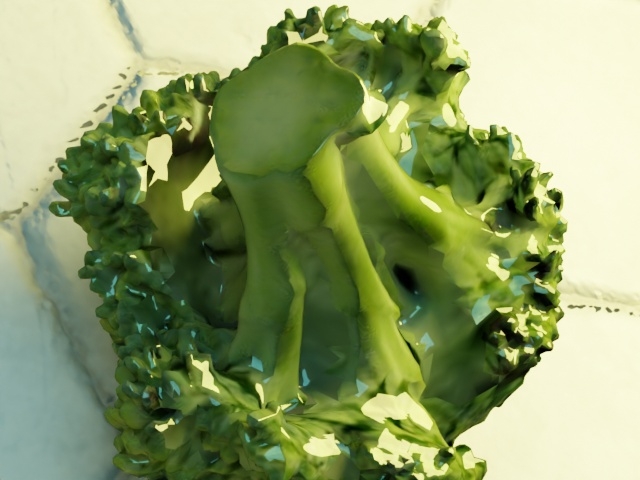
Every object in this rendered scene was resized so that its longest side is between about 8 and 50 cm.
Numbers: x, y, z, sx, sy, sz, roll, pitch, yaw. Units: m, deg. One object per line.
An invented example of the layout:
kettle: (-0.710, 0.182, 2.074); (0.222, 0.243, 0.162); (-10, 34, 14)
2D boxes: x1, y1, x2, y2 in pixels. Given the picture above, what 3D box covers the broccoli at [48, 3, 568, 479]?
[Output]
broccoli: (-0.009, 0.012, 0.827); (0.260, 0.235, 0.288); (26, 38, -47)
